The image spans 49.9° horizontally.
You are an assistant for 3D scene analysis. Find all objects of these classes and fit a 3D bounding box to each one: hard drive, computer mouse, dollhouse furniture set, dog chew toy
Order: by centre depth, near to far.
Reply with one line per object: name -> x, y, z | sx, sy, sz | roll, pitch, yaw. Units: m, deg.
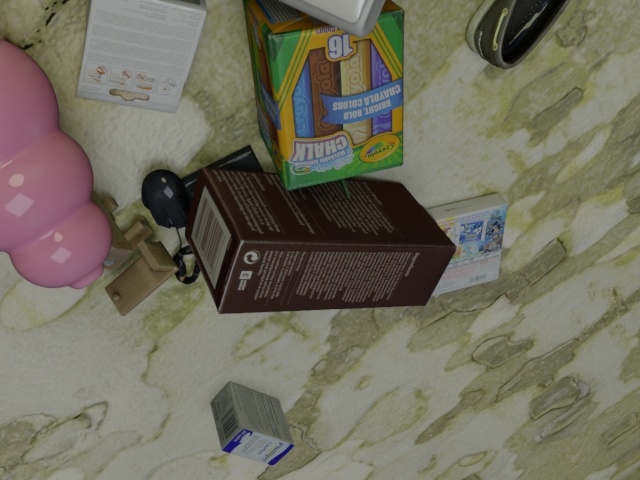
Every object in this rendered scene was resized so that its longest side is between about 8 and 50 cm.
dog chew toy -> -0.383, -0.082, 0.856 | 0.206, 0.207, 0.332 | -30, 109, 3
dollhouse furniture set -> -0.330, 0.021, 1.033 | 0.123, 0.144, 0.151 | -39, 165, 11
computer mouse -> -0.234, -0.011, 1.096 | 0.071, 0.041, 0.242 | -4, 133, 3
hard drive -> -0.152, -0.084, 1.099 | 0.135, 0.022, 0.094 | -26, 130, 0

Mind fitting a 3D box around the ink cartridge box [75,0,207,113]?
ink cartridge box -> -0.245, -0.262, 0.932 | 0.145, 0.045, 0.179 | 6, 141, -25

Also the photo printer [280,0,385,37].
photo printer -> -0.035, -0.406, 0.761 | 0.307, 0.107, 0.256 | 28, 109, 7

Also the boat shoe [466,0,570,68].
boat shoe -> 0.338, -0.392, 1.008 | 0.109, 0.091, 0.305 | 19, 117, -31

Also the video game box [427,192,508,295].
video game box -> 0.247, 0.016, 1.310 | 0.205, 0.048, 0.187 | -13, 131, -12

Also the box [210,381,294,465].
box -> -0.137, 0.368, 1.376 | 0.137, 0.126, 0.072 | 30, 110, -35

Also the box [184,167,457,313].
box -> 0.000, 0.000, 1.083 | 0.381, 0.191, 0.143 | 0, 127, -30

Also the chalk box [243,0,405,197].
chalk box -> 0.005, -0.196, 0.973 | 0.179, 0.180, 0.289 | -13, 127, -12
